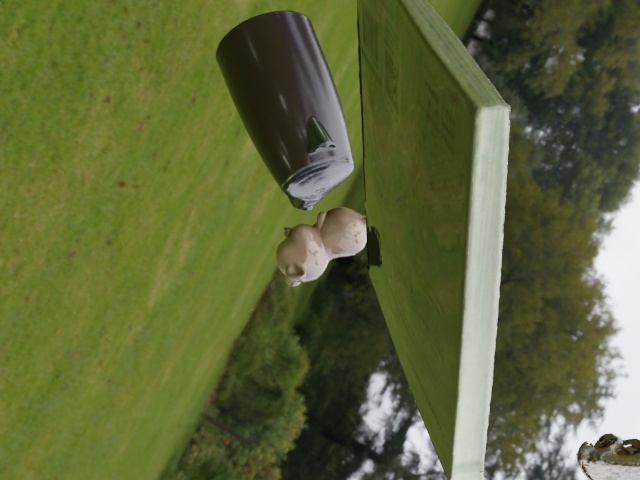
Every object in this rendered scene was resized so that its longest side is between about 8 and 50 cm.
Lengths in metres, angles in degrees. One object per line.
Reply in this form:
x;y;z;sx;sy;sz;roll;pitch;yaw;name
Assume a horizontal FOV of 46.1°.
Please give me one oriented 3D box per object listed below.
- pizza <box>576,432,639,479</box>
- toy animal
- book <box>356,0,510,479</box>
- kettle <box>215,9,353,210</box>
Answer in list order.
0.398;0.251;0.844;0.201;0.193;0.053;42;48;-43;pizza
0.003;0.005;0.967;0.150;0.089;0.083;-35;146;8;toy animal
0.057;-0.015;0.457;0.215;0.025;0.283;-108;-172;-46;book
-0.048;-0.164;1.041;0.144;0.232;0.202;-13;163;-23;kettle
